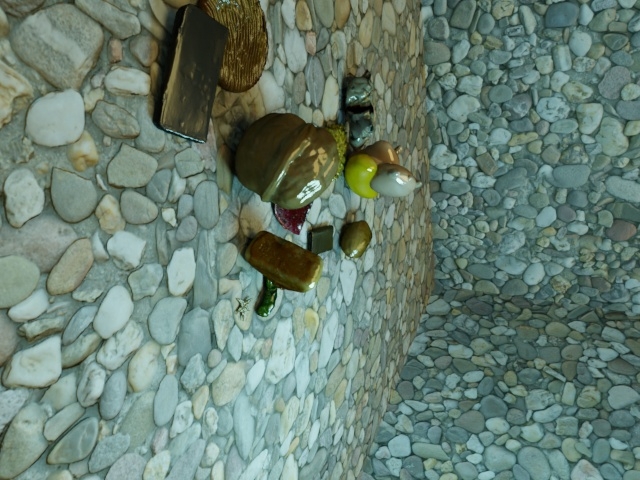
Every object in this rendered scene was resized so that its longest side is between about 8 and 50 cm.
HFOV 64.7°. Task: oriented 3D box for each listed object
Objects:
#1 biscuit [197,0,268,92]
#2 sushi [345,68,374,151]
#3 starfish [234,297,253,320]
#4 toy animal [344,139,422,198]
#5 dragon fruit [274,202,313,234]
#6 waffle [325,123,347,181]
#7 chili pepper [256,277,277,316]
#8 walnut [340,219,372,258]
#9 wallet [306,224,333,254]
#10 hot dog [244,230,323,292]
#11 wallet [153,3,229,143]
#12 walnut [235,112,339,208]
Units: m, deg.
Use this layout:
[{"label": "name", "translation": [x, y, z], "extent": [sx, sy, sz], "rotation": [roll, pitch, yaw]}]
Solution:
[{"label": "biscuit", "translation": [-0.237, -0.577, 1.415], "extent": [0.318, 0.040, 0.317], "rotation": [-24, 117, -61]}, {"label": "sushi", "translation": [0.168, -0.552, 2.149], "extent": [0.130, 0.124, 0.331], "rotation": [56, 32, -80]}, {"label": "starfish", "translation": [-0.246, 0.209, 1.620], "extent": [0.092, 0.016, 0.086], "rotation": [-47, 139, -44]}, {"label": "toy animal", "translation": [0.261, -0.339, 2.216], "extent": [0.277, 0.345, 0.246], "rotation": [41, 63, -41]}, {"label": "dragon fruit", "translation": [-0.080, -0.176, 1.768], "extent": [0.211, 0.134, 0.261], "rotation": [-73, -175, -58]}, {"label": "waffle", "translation": [0.056, -0.363, 2.084], "extent": [0.229, 0.051, 0.231], "rotation": [-41, 133, -59]}, {"label": "chili pepper", "translation": [-0.175, 0.172, 1.722], "extent": [0.073, 0.050, 0.182], "rotation": [9, 85, -56]}, {"label": "walnut", "translation": [0.168, -0.010, 2.317], "extent": [0.137, 0.137, 0.245], "rotation": [73, 33, -40]}, {"label": "wallet", "translation": [0.000, 0.000, 2.073], "extent": [0.198, 0.031, 0.110], "rotation": [-18, 113, -62]}, {"label": "hot dog", "translation": [-0.107, 0.077, 1.618], "extent": [0.150, 0.257, 0.153], "rotation": [-60, 163, -14]}, {"label": "wallet", "translation": [-0.316, -0.406, 1.247], "extent": [0.165, 0.042, 0.309], "rotation": [10, 94, -55]}, {"label": "walnut", "translation": [-0.105, -0.232, 1.498], "extent": [0.285, 0.297, 0.285], "rotation": [-60, -179, 2]}]
